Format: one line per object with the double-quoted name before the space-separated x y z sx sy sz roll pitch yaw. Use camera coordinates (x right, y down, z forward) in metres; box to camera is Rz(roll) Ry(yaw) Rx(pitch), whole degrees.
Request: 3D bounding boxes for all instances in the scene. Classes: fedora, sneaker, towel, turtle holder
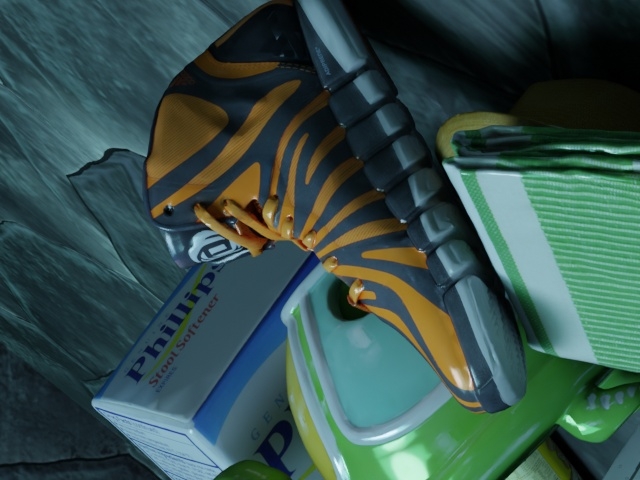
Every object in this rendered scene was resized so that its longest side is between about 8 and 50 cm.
"fedora" 0.169 -0.045 1.216 0.194 0.079 0.194 23 159 10
"sneaker" 0.000 0.000 1.275 0.321 0.180 0.124 63 -172 25
"towel" 0.254 0.014 1.127 0.325 0.038 0.248 2 148 23
"turtle holder" 0.078 0.110 1.414 0.227 0.243 0.320 45 122 10

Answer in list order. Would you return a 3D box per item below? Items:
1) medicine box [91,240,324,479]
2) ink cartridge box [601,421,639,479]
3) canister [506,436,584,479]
"medicine box" 0.013 0.121 1.591 0.149 0.263 0.289 10 148 51
"ink cartridge box" 0.284 0.226 1.334 0.121 0.289 0.211 11 149 52
"canister" 0.183 0.219 1.822 0.126 0.073 0.170 12 148 50
